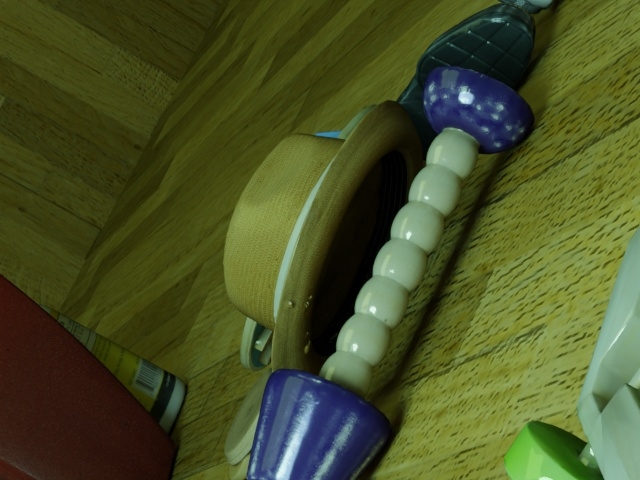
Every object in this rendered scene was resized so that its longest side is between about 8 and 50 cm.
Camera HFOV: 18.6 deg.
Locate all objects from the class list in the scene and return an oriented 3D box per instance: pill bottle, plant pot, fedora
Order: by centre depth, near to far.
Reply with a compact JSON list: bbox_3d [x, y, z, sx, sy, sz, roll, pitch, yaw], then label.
[{"bbox_3d":[-0.006,-0.002,1.209,0.194,0.079,0.194,-51,-27,-39],"label":"fedora"},{"bbox_3d":[-0.271,0.221,1.621,0.267,0.236,0.267,-55,13,24],"label":"plant pot"},{"bbox_3d":[-0.239,0.131,1.778,0.119,0.208,0.119,-57,11,17],"label":"pill bottle"}]

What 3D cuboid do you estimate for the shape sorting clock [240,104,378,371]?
[{"bbox_3d":[0.000,0.000,1.368,0.206,0.040,0.206,23,-90,-79],"label":"shape sorting clock"}]

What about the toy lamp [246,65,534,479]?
[{"bbox_3d":[0.036,0.030,1.127,0.274,0.080,0.080,-65,11,-20],"label":"toy lamp"}]

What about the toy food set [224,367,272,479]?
[{"bbox_3d":[-0.042,0.126,1.391,0.082,0.020,0.083,-53,12,33],"label":"toy food set"}]

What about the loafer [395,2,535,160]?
[{"bbox_3d":[0.095,-0.117,1.292,0.061,0.062,0.170,-61,11,-31],"label":"loafer"}]

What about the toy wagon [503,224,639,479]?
[{"bbox_3d":[0.166,0.019,0.587,0.267,0.068,0.344,-58,12,13],"label":"toy wagon"}]

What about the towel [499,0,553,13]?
[{"bbox_3d":[0.114,-0.322,1.283,0.283,0.235,0.121,-61,7,-1],"label":"towel"}]
